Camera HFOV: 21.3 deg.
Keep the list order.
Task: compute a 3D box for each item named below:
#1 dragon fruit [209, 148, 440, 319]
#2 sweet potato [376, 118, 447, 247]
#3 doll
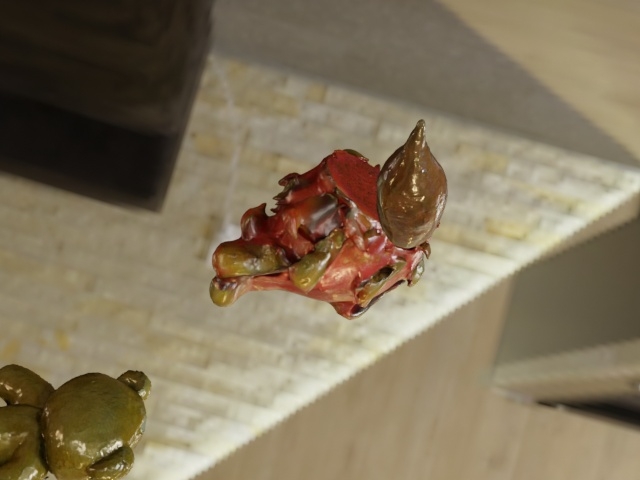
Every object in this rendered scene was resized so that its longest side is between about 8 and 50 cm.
[{"bbox_3d":[0.000,0.000,1.412,0.133,0.208,0.150,50,160,49],"label":"dragon fruit"},{"bbox_3d":[0.061,-0.042,1.108,0.049,0.049,0.117,15,147,7],"label":"sweet potato"},{"bbox_3d":[-0.246,0.174,1.448,0.210,0.137,0.097,-9,134,11],"label":"doll"}]
